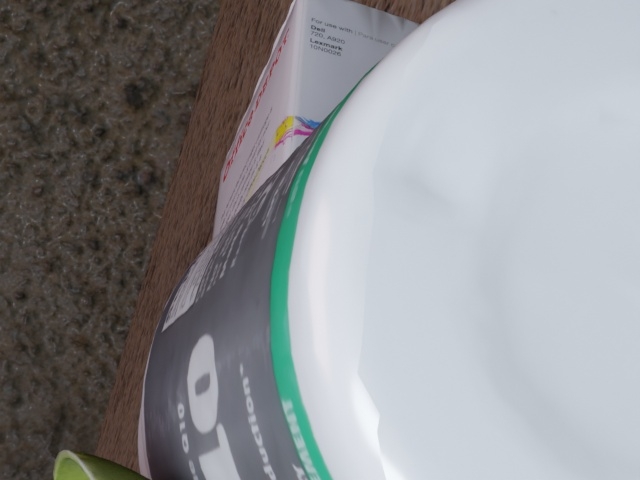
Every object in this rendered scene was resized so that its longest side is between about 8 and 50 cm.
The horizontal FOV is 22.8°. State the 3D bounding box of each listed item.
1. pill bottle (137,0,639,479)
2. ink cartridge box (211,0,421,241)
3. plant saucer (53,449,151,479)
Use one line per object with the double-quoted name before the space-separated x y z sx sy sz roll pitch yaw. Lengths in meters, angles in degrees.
"pill bottle" 0.045 0.056 0.586 0.361 0.204 0.204 138 145 -70
"ink cartridge box" 0.000 0.000 1.068 0.201 0.117 0.278 118 163 -45
"plant saucer" -0.044 0.186 0.565 0.241 0.037 0.241 166 90 -71
